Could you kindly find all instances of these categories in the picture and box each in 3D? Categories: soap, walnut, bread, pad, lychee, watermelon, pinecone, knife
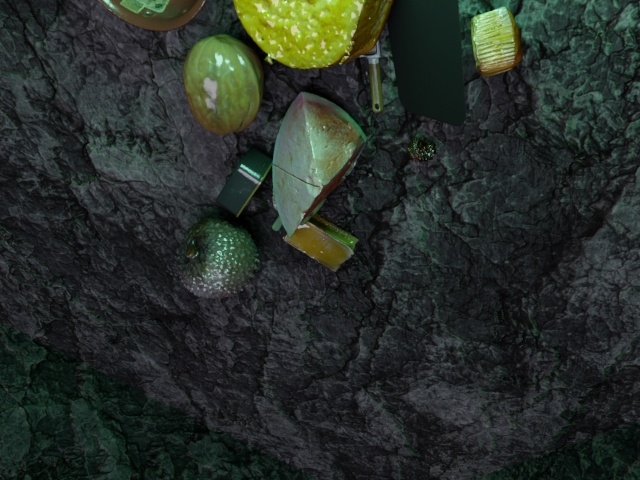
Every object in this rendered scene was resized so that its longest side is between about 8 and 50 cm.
[{"bbox_3d":[0.000,-0.001,1.690,0.233,0.076,0.135,30,132,-14],"label":"soap"},{"bbox_3d":[-0.255,-0.409,1.303,0.225,0.225,0.261,4,130,11],"label":"walnut"},{"bbox_3d":[-0.014,-0.588,1.087,0.398,0.215,0.398,13,130,16],"label":"bread"},{"bbox_3d":[0.285,-0.460,1.147,0.063,0.315,0.375,-32,130,-18],"label":"pad"},{"bbox_3d":[0.403,-0.454,1.121,0.114,0.190,0.132,-11,99,17],"label":"bread"},{"bbox_3d":[-0.352,0.070,1.690,0.300,0.300,0.300,7,131,8],"label":"lychee"},{"bbox_3d":[0.006,-0.214,1.429,0.222,0.319,0.292,-6,159,-28],"label":"watermelon"},{"bbox_3d":[0.291,-0.259,1.399,0.083,0.077,0.077,-4,135,-17],"label":"pinecone"},{"bbox_3d":[0.124,-0.489,1.268,0.061,0.027,0.343,4,131,17],"label":"knife"}]

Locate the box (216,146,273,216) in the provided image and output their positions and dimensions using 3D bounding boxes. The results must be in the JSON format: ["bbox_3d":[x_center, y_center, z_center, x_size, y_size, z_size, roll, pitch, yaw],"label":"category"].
[{"bbox_3d":[-0.240,-0.186,1.545,0.090,0.144,0.201,33,131,-10],"label":"box"}]

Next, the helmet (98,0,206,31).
[{"bbox_3d":[-0.348,-0.685,1.078,0.337,0.230,0.385,36,129,-16],"label":"helmet"}]

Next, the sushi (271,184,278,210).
[{"bbox_3d":[-0.110,-0.158,1.579,0.090,0.078,0.150,12,133,12],"label":"sushi"}]

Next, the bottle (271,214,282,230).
[{"bbox_3d":[-0.140,-0.069,1.695,0.030,0.030,0.083,27,130,-10],"label":"bottle"}]
